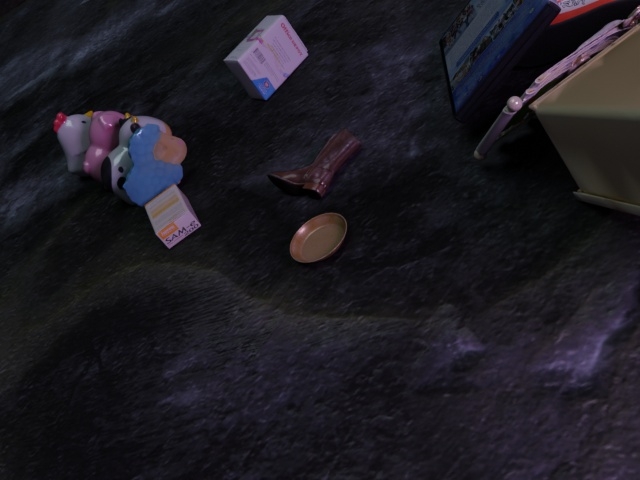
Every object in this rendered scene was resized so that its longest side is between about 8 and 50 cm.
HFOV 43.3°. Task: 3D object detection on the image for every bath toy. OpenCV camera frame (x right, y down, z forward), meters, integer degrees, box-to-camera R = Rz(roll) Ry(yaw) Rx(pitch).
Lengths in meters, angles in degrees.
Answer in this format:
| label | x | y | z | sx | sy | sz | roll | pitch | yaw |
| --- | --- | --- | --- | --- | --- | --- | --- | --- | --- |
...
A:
| label | x | y | z | sx | sy | sz | roll | pitch | yaw |
| --- | --- | --- | --- | --- | --- | --- | --- | --- | --- |
| bath toy | -0.365 | -0.167 | 1.416 | 0.151 | 0.129 | 0.348 | -50 | 38 | -17 |

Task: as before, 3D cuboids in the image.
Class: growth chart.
| label | x | y | z | sx | sy | sz | roll | pitch | yaw |
| --- | --- | --- | --- | --- | --- | --- | --- | --- | --- |
| growth chart | 0.278 | -0.183 | 0.923 | 0.237 | 0.172 | 0.021 | -36 | 78 | -5 |

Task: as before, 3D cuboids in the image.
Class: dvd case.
| label | x | y | z | sx | sy | sz | roll | pitch | yaw |
| --- | --- | --- | --- | --- | --- | --- | --- | --- | --- |
| dvd case | 0.226 | -0.281 | 1.065 | 0.180 | 0.022 | 0.253 | -52 | 19 | 31 |

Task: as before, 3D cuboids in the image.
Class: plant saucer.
| label | x | y | z | sx | sy | sz | roll | pitch | yaw |
| --- | --- | --- | --- | --- | --- | --- | --- | --- | --- |
| plant saucer | 0.000 | 0.000 | 1.039 | 0.083 | 0.015 | 0.083 | -22 | 40 | 19 |

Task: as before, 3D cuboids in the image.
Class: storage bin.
| label | x | y | z | sx | sy | sz | roll | pitch | yaw |
| --- | --- | --- | --- | --- | --- | --- | --- | --- | --- |
| storage bin | 0.368 | -0.145 | 0.739 | 0.260 | 0.123 | 0.262 | -36 | 13 | -1 |

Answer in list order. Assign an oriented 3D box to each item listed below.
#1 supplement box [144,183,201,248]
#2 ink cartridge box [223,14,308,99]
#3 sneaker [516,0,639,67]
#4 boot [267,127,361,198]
| label | x | y | z | sx | sy | sz | roll | pitch | yaw |
| --- | --- | --- | --- | --- | --- | --- | --- | --- | --- |
| supplement box | -0.229 | -0.038 | 1.244 | 0.062 | 0.036 | 0.098 | -36 | 37 | 0 |
| ink cartridge box | -0.092 | -0.316 | 1.392 | 0.122 | 0.088 | 0.052 | -49 | 36 | -17 |
| sneaker | 0.364 | -0.311 | 1.018 | 0.270 | 0.090 | 0.145 | -3 | 54 | 41 |
| boot | -0.008 | -0.115 | 1.151 | 0.106 | 0.037 | 0.114 | 19 | 65 | 33 |
